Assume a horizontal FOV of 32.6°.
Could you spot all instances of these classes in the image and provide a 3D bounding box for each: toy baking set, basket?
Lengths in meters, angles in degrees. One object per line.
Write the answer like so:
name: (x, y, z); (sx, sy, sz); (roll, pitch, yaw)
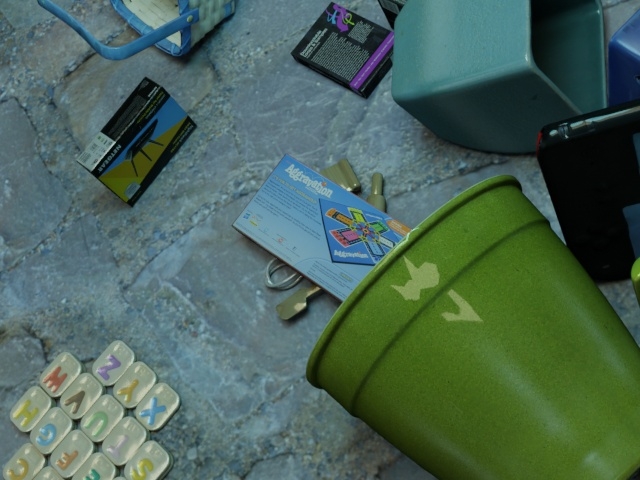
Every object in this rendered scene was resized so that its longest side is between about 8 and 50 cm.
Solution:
toy baking set: (0.006, -0.002, 1.663); (0.197, 0.030, 0.256); (-9, 63, 21)
basket: (-0.301, -0.417, 1.854); (0.289, 0.201, 0.255); (-28, 53, -29)

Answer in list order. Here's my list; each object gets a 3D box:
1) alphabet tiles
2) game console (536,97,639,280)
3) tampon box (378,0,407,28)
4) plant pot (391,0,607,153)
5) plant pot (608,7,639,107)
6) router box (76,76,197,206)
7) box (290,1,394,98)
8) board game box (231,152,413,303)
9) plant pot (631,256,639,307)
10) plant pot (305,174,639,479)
alphabet tiles: (-0.352, 0.298, 1.667); (0.284, 0.021, 0.278); (38, 84, 30)
game console: (0.478, -0.080, 1.330); (0.387, 0.342, 0.060); (-16, 58, 14)
tampon box: (0.187, -0.402, 1.731); (0.120, 0.101, 0.161); (32, 81, 29)
plant pot: (0.244, -0.265, 1.576); (0.252, 0.247, 0.247); (-14, 61, 36)
plant pot: (0.533, -0.218, 1.435); (0.236, 0.236, 0.212); (-42, 62, -6)
router box: (-0.297, -0.160, 1.791); (0.046, 0.133, 0.179); (34, 82, 31)
box: (0.045, -0.313, 1.789); (0.162, 0.029, 0.116); (34, 81, 29)
board game box: (0.007, -0.011, 1.631); (0.281, 0.027, 0.145); (34, 85, 33)
plant pot: (0.509, 0.094, 1.312); (0.227, 0.228, 0.207); (-30, 52, 6)
plant pot: (0.235, 0.173, 1.334); (0.366, 0.366, 0.353); (-44, 71, -2)
